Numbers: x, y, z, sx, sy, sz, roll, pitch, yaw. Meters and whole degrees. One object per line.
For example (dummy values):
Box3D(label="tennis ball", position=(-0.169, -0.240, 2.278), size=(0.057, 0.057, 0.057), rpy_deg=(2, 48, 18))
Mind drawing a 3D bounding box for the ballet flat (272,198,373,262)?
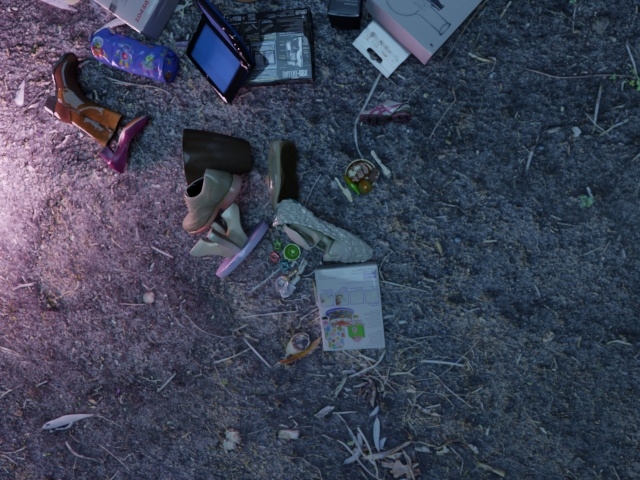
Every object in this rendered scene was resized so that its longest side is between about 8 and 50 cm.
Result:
Box3D(label="ballet flat", position=(0.000, 0.000, 1.627), size=(0.409, 0.147, 0.146), rpy_deg=(30, 102, -11))

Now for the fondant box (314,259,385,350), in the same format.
Box3D(label="fondant box", position=(0.117, 0.251, 1.713), size=(0.239, 0.096, 0.329), rpy_deg=(-5, 98, 7))

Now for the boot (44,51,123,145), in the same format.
Box3D(label="boot", position=(-0.890, -0.538, 1.695), size=(0.281, 0.096, 0.264), rpy_deg=(29, 101, 0))

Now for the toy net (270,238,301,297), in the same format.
Box3D(label="toy net", position=(-0.147, 0.117, 1.745), size=(0.122, 0.045, 0.232), rpy_deg=(9, 101, 5))

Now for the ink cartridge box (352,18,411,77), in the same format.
Box3D(label="ink cartridge box", position=(0.253, -0.715, 1.560), size=(0.181, 0.056, 0.224), rpy_deg=(44, 105, -2))

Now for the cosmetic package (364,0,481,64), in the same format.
Box3D(label="cosmetic package", position=(0.378, -0.826, 1.466), size=(0.284, 0.097, 0.377), rpy_deg=(42, 89, -4))

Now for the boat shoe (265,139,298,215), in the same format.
Box3D(label="boat shoe", position=(-0.153, -0.226, 1.668), size=(0.098, 0.109, 0.301), rpy_deg=(20, 117, 39))

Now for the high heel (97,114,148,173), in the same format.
Box3D(label="high heel", position=(-0.738, -0.375, 1.727), size=(0.244, 0.082, 0.117), rpy_deg=(-43, 121, -1))

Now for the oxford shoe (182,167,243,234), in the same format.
Box3D(label="oxford shoe", position=(-0.431, -0.148, 1.610), size=(0.147, 0.140, 0.397), rpy_deg=(24, 141, -29))

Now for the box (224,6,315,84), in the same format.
Box3D(label="box", position=(-0.178, -0.688, 1.597), size=(0.308, 0.076, 0.242), rpy_deg=(-2, 100, 7))

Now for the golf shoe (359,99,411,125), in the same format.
Box3D(label="golf shoe", position=(0.233, -0.464, 1.602), size=(0.186, 0.067, 0.085), rpy_deg=(-2, 73, 7))

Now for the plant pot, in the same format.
Box3D(label="plant pot", position=(-0.374, -0.305, 1.636), size=(0.231, 0.215, 0.215), rpy_deg=(-3, 99, -8))

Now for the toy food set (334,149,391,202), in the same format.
Box3D(label="toy food set", position=(0.154, -0.240, 1.654), size=(0.192, 0.038, 0.132), rpy_deg=(-36, 94, 11))

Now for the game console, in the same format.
Box3D(label="game console", position=(-0.378, -0.666, 1.517), size=(0.173, 0.250, 0.293), rpy_deg=(-41, 77, 3))

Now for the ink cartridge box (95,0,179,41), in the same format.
Box3D(label="ink cartridge box", position=(-0.684, -0.911, 1.590), size=(0.308, 0.129, 0.223), rpy_deg=(36, 101, 0))

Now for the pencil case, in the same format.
Box3D(label="pencil case", position=(-0.682, -0.684, 1.632), size=(0.307, 0.119, 0.133), rpy_deg=(19, 120, 2))

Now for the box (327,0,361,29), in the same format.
Box3D(label="box", position=(0.092, -0.845, 1.502), size=(0.108, 0.153, 0.206), rpy_deg=(7, 101, 5))

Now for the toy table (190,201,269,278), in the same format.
Box3D(label="toy table", position=(-0.345, -0.007, 1.664), size=(0.161, 0.252, 0.274), rpy_deg=(40, 83, -17))
